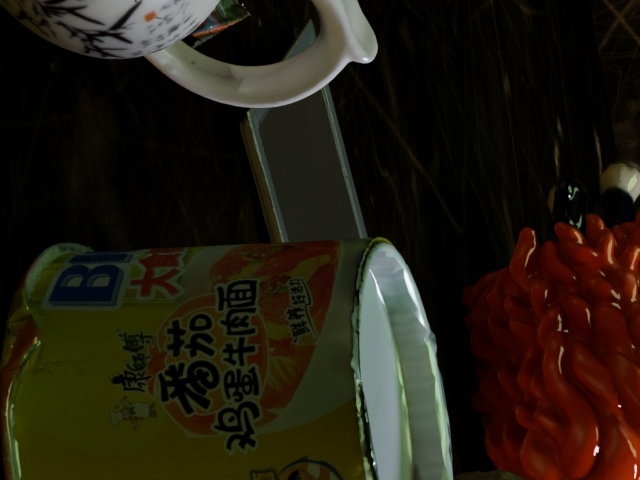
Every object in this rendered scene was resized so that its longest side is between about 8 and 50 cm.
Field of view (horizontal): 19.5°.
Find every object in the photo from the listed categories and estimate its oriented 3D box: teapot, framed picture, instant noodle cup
[{"bbox_3d":[-0.079,-0.174,0.800,0.299,0.166,0.208,54,17,-39],"label":"teapot"},{"bbox_3d":[0.000,0.000,1.232,0.197,0.014,0.252,-66,144,-64],"label":"framed picture"},{"bbox_3d":[-0.031,0.090,0.812,0.205,0.153,0.205,-8,90,-74],"label":"instant noodle cup"}]

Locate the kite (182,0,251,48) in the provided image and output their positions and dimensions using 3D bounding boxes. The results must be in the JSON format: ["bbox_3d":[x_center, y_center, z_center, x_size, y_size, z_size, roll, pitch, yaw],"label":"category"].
[{"bbox_3d":[-0.080,-0.175,1.050,0.241,0.014,0.183,56,26,-57],"label":"kite"}]

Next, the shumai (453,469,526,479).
[{"bbox_3d":[0.114,0.267,1.321,0.120,0.201,0.201,-18,101,-33],"label":"shumai"}]

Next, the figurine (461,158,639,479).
[{"bbox_3d":[0.270,0.101,1.709,0.412,0.241,0.306,-44,125,-66],"label":"figurine"}]
